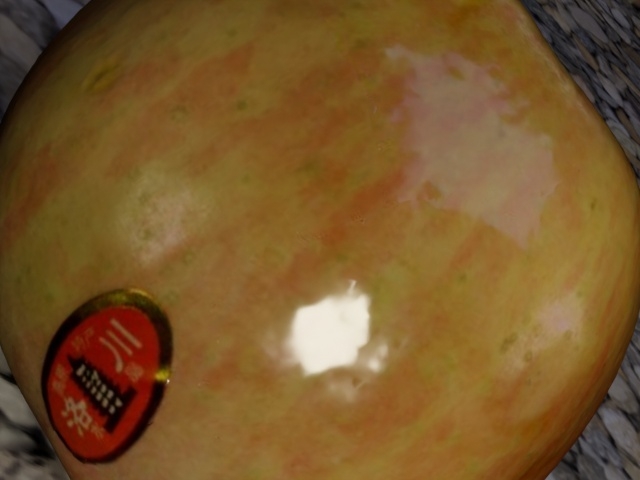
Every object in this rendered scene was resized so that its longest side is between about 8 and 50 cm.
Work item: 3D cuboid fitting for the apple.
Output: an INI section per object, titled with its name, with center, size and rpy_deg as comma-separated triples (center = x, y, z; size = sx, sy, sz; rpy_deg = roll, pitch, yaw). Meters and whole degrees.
[apple]
center = 0.000, 0.000, 0.915
size = 0.391, 0.346, 0.391
rpy_deg = 56, 9, -14
